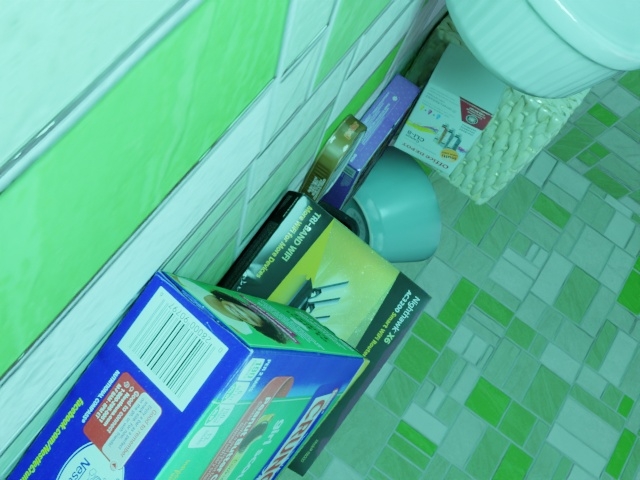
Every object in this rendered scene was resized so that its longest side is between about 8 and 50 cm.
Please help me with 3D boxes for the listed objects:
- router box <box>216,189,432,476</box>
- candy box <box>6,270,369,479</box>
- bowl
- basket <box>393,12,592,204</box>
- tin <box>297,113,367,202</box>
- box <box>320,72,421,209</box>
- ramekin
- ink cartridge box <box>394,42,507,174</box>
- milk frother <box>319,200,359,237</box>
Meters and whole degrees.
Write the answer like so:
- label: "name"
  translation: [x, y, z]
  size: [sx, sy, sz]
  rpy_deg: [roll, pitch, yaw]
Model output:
- label: "router box"
  translation: [-0.034, 0.125, 0.842]
  size: [0.309, 0.243, 0.081]
  rpy_deg: [-54, -161, -4]
- label: "candy box"
  translation: [-0.113, 0.187, 0.617]
  size: [0.268, 0.122, 0.317]
  rpy_deg: [-54, 158, 3]
- label: "bowl"
  translation: [0.141, -0.068, 1.550]
  size: [0.163, 0.311, 0.311]
  rpy_deg: [-20, 162, -25]
- label: "basket"
  translation: [0.356, -0.312, 1.302]
  size: [0.266, 0.328, 0.331]
  rpy_deg: [-50, 176, -33]
- label: "tin"
  translation: [0.015, -0.116, 0.954]
  size: [0.106, 0.040, 0.189]
  rpy_deg: [-57, 180, -35]
- label: "box"
  translation: [0.080, -0.167, 1.196]
  size: [0.201, 0.057, 0.293]
  rpy_deg: [-53, 177, -18]
- label: "ramekin"
  translation: [0.264, -0.290, 0.714]
  size: [0.273, 0.273, 0.127]
  rpy_deg: [-52, -170, -36]
- label: "ink cartridge box"
  translation: [0.237, -0.237, 1.134]
  size: [0.127, 0.128, 0.176]
  rpy_deg: [-61, 179, -33]
- label: "milk frother"
  translation: [0.000, 0.000, 1.091]
  size: [0.129, 0.135, 0.143]
  rpy_deg: [-56, 179, 11]
